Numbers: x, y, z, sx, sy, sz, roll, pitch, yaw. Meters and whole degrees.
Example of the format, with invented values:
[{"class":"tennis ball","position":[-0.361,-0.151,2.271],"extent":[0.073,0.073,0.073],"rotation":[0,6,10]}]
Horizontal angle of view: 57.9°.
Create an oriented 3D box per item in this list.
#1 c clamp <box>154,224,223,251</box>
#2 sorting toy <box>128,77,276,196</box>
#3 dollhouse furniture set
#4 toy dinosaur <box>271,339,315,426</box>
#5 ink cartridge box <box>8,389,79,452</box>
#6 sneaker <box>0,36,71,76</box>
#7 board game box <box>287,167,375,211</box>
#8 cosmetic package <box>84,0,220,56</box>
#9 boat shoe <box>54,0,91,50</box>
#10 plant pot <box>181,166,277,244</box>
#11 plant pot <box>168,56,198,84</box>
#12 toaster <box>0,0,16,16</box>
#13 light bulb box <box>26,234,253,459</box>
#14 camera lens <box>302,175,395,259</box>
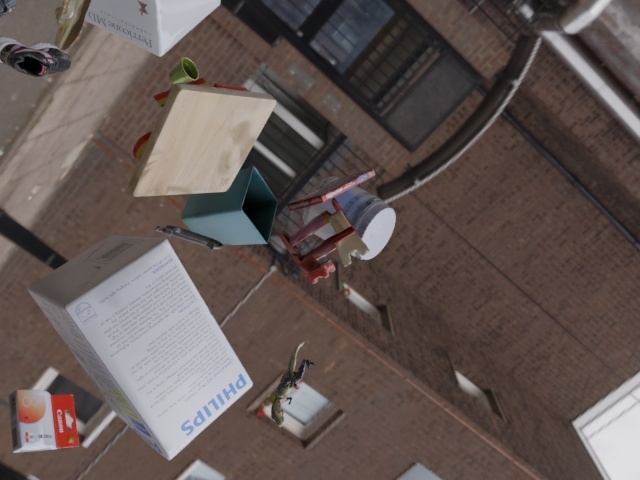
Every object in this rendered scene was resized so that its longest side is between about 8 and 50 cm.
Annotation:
[{"class":"c clamp","position":[-0.297,-0.005,1.314],"extent":[0.137,0.161,0.022],"rotation":[-145,-106,-74]},{"class":"sorting toy","position":[-0.258,-0.221,1.202],"extent":[0.255,0.089,0.257],"rotation":[-10,143,-51]},{"class":"dollhouse furniture set","position":[0.000,0.000,1.610],"extent":[0.201,0.152,0.374],"rotation":[-33,-176,3]},{"class":"toy dinosaur","position":[-0.078,0.384,1.634],"extent":[0.118,0.064,0.268],"rotation":[-39,-156,54]},{"class":"ink cartridge box","position":[-0.685,0.451,1.458],"extent":[0.045,0.179,0.145],"rotation":[-33,-118,26]},{"class":"sneaker","position":[-0.599,-0.373,1.226],"extent":[0.072,0.077,0.178],"rotation":[-58,166,24]},{"class":"board game box","position":[0.037,-0.159,1.799],"extent":[0.145,0.027,0.281],"rotation":[-13,-167,43]},{"class":"cosmetic package","position":[-0.500,-0.815,1.625],"extent":[0.327,0.329,0.393],"rotation":[-57,170,-32]},{"class":"boat shoe","position":[-0.476,-0.429,1.097],"extent":[0.135,0.045,0.050],"rotation":[-59,-171,14]},{"class":"plant pot","position":[-0.278,-0.090,1.713],"extent":[0.234,0.165,0.165],"rotation":[-7,-129,23]},{"class":"plant pot","position":[-0.478,-0.576,1.999],"extent":[0.079,0.083,0.083],"rotation":[-21,-152,26]},{"class":"toaster","position":[-1.011,-0.696,1.668],"extent":[0.227,0.146,0.129],"rotation":[-51,-170,-20]},{"class":"light bulb box","position":[-0.382,0.199,1.210],"extent":[0.225,0.361,0.358],"rotation":[-38,-157,-29]},{"class":"camera lens","position":[0.092,-0.082,2.002],"extent":[0.274,0.219,0.219],"rotation":[31,-101,30]}]
